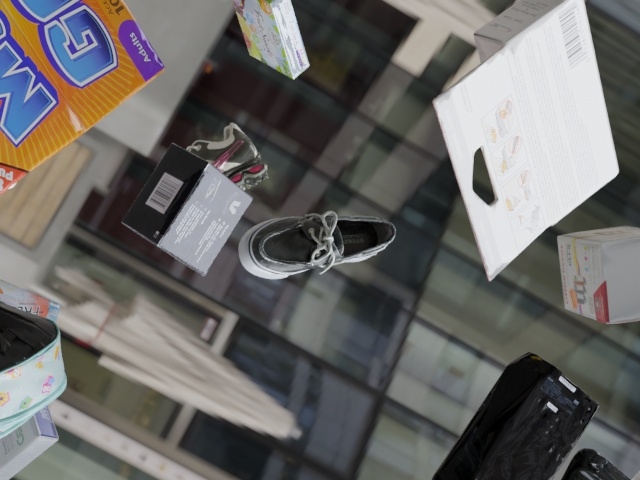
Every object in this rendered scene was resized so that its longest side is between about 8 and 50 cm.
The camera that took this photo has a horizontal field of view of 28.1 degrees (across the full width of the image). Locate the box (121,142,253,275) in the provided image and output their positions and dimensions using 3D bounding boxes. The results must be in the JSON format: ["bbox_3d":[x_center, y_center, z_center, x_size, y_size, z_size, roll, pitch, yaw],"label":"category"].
[{"bbox_3d":[-0.214,-0.049,2.081,0.156,0.093,0.158,-58,148,-5],"label":"box"}]

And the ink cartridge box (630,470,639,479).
[{"bbox_3d":[0.607,0.371,1.838,0.239,0.060,0.275,-49,-129,0],"label":"ink cartridge box"}]

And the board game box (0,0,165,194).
[{"bbox_3d":[-0.494,-0.235,1.590,0.356,0.356,0.356,-17,-159,41],"label":"board game box"}]

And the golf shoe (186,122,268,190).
[{"bbox_3d":[-0.226,-0.104,2.238,0.273,0.120,0.105,-29,-175,-30],"label":"golf shoe"}]

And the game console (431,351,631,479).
[{"bbox_3d":[0.309,0.316,1.592,0.213,0.361,0.044,-54,-154,-10],"label":"game console"}]

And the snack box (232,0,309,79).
[{"bbox_3d":[-0.074,-0.306,1.807,0.037,0.100,0.141,-42,141,-21],"label":"snack box"}]

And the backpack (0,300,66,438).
[{"bbox_3d":[-0.386,0.147,1.456,0.166,0.188,0.144,-33,124,-53],"label":"backpack"}]

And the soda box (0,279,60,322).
[{"bbox_3d":[-0.539,0.107,2.184,0.063,0.183,0.058,-14,-123,48],"label":"soda box"}]

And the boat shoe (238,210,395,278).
[{"bbox_3d":[0.001,0.004,2.311,0.105,0.306,0.113,-21,-107,54],"label":"boat shoe"}]

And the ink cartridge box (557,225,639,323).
[{"bbox_3d":[0.464,0.051,2.003,0.176,0.127,0.128,-159,-118,-79],"label":"ink cartridge box"}]

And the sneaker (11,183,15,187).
[{"bbox_3d":[-0.582,-0.171,2.211,0.305,0.152,0.114,-59,-145,30],"label":"sneaker"}]

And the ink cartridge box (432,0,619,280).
[{"bbox_3d":[0.253,-0.139,1.635,0.261,0.296,0.066,-37,-141,-20],"label":"ink cartridge box"}]

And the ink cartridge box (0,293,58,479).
[{"bbox_3d":[-0.450,0.217,1.639,0.224,0.045,0.223,-36,-121,20],"label":"ink cartridge box"}]
